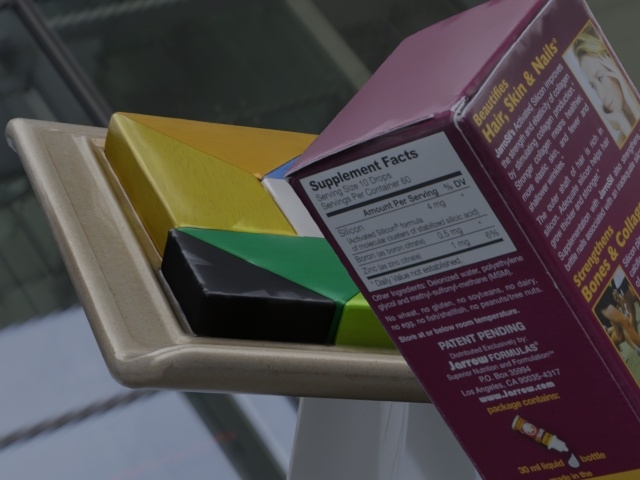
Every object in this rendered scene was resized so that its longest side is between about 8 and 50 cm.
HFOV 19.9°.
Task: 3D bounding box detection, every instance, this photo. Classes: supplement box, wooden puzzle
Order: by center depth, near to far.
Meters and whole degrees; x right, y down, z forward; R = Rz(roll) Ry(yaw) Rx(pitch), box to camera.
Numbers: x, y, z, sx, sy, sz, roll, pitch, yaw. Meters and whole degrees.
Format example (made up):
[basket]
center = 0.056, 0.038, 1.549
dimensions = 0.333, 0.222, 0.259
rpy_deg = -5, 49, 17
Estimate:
[supplement box]
center = 0.040, 0.002, 0.340
dimensions = 0.043, 0.083, 0.055
rpy_deg = -18, 22, 41
[wooden puzzle]
center = 0.000, 0.000, 0.745
dimensions = 0.221, 0.238, 0.044
rpy_deg = 5, -68, -24

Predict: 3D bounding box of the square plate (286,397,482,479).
[square plate]
center = 0.078, 0.207, 0.868
dimensions = 0.049, 0.344, 0.347
rpy_deg = -7, -58, -27
